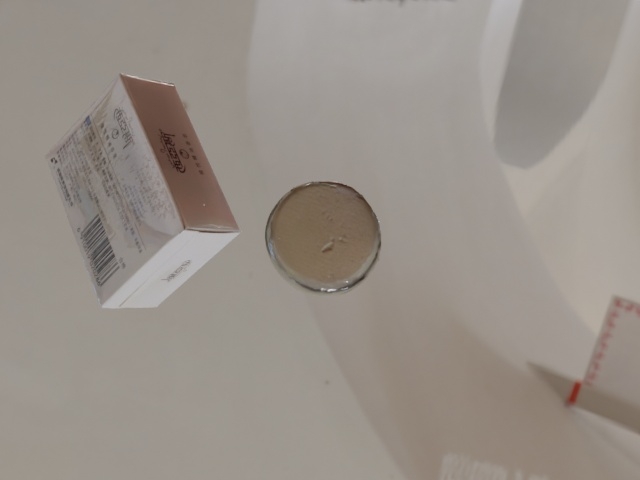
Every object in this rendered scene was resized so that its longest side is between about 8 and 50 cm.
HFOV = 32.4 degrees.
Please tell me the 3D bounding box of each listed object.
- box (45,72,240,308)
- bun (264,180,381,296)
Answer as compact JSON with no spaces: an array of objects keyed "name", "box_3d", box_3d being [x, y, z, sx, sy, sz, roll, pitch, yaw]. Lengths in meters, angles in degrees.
[{"name":"box","box_3d":[-0.261,-0.069,1.584,0.116,0.203,0.274,4,-128,-50]},{"name":"bun","box_3d":[0.000,0.000,1.302,0.138,0.138,0.094,10,172,-9]}]
